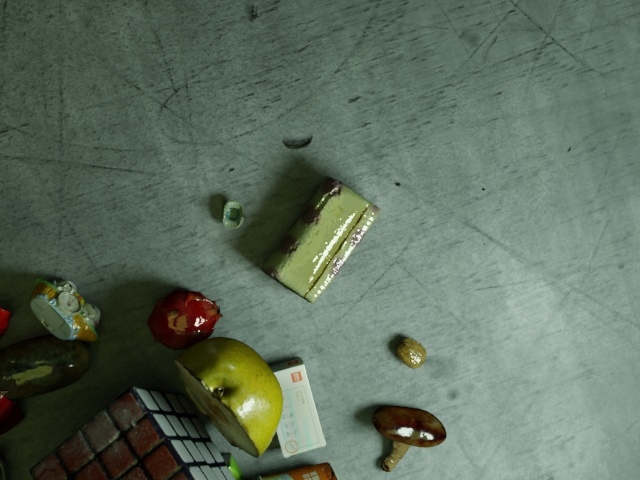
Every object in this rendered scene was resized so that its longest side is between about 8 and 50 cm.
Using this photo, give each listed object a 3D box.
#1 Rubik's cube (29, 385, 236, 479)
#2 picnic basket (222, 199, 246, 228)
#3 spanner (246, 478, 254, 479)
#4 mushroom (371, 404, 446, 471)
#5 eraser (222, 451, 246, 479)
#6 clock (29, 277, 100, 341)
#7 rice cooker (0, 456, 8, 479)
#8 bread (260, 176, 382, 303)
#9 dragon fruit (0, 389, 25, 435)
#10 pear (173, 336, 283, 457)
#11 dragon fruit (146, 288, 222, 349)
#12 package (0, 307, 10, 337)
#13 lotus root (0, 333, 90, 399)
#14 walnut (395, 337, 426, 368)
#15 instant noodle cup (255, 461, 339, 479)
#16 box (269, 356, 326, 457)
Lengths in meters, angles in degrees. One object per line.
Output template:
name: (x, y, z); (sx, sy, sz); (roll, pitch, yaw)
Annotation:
Rubik's cube: (-0.469, 0.624, 1.701); (0.345, 0.337, 0.343); (-37, 71, -3)
picnic basket: (-0.245, -0.072, 1.837); (0.065, 0.083, 0.083); (8, 98, -12)
spanner: (-0.280, 0.817, 1.865); (0.087, 0.024, 0.315); (37, 91, -12)
mushroom: (0.249, 0.610, 1.952); (0.227, 0.148, 0.217); (13, 112, 2)
eraser: (-0.296, 0.788, 1.912); (0.210, 0.092, 0.274); (-24, 99, -4)
clock: (-0.695, 0.189, 1.786); (0.103, 0.144, 0.231); (-35, 99, 23)
rice cooker: (-0.950, 0.688, 1.813); (0.145, 0.127, 0.206); (3, 92, -7)
bread: (0.000, 0.000, 1.835); (0.187, 0.155, 0.338); (35, 89, -16)
dragon fruit: (-0.930, 0.467, 1.682); (0.283, 0.343, 0.100); (2, 65, -12)
pear: (-0.222, 0.399, 1.756); (0.191, 0.386, 0.340); (-40, 80, -23)
dragon fruit: (-0.383, 0.219, 1.809); (0.210, 0.172, 0.172); (-20, 97, -5)
package: (-1.051, 0.232, 1.718); (0.424, 0.196, 0.123); (0, 75, -8)
lotus root: (-0.767, 0.340, 1.769); (0.275, 0.152, 0.160); (-12, 77, -24)
walnut: (0.272, 0.336, 1.937); (0.096, 0.082, 0.079); (41, 62, -7)
instant noodle cup: (-0.040, 0.775, 1.855); (0.214, 0.296, 0.296); (-17, 97, -12)
box: (-0.082, 0.492, 1.911); (0.135, 0.079, 0.269); (-16, 97, -4)
